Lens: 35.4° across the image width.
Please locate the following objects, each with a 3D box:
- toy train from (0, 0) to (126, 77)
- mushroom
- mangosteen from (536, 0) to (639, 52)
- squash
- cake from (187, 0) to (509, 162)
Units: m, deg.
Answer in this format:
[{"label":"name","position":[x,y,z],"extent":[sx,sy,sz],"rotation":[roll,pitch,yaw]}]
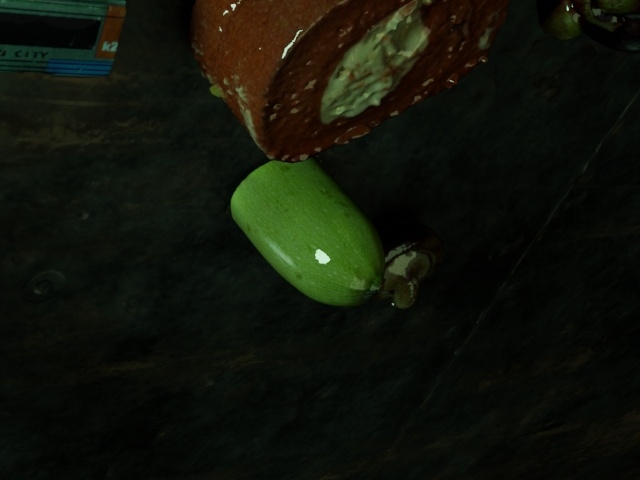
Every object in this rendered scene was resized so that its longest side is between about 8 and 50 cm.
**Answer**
[{"label":"toy train","position":[-0.331,-0.166,0.655],"extent":[0.410,0.086,0.089],"rotation":[-3,134,-38]},{"label":"mushroom","position":[0.099,0.028,1.264],"extent":[0.127,0.087,0.127],"rotation":[-26,149,-17]},{"label":"mangosteen","position":[0.282,-0.274,0.964],"extent":[0.250,0.211,0.211],"rotation":[-19,145,-4]},{"label":"squash","position":[0.000,0.000,1.065],"extent":[0.123,0.186,0.123],"rotation":[-29,147,-21]},{"label":"cake","position":[0.028,-0.200,0.867],"extent":[0.283,0.151,0.177],"rotation":[-26,143,-15]}]
